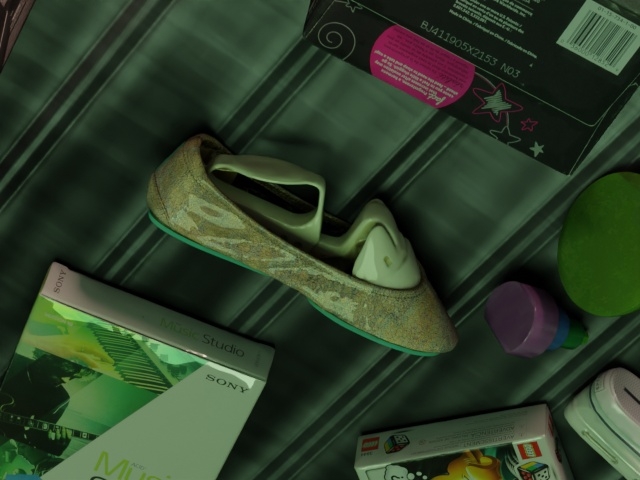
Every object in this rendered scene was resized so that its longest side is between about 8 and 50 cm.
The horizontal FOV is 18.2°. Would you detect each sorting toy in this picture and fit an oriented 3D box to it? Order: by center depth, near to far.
[{"bbox_3d":[0.309,0.001,1.736,0.126,0.127,0.365,15,137,-41],"label":"sorting toy"}]

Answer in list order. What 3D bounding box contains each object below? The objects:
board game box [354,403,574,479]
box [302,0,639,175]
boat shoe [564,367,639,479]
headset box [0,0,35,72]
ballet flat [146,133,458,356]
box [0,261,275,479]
[{"bbox_3d":[0.173,0.304,1.988,0.193,0.053,0.305,-12,123,18],"label":"board game box"},{"bbox_3d":[0.135,-0.197,1.572,0.247,0.142,0.163,26,124,-12],"label":"box"},{"bbox_3d":[0.327,0.209,1.889,0.226,0.083,0.076,46,133,-9],"label":"boat shoe"},{"bbox_3d":[-0.376,-0.235,1.576,0.293,0.218,0.110,10,127,0],"label":"headset box"},{"bbox_3d":[0.000,0.000,1.764,0.316,0.107,0.106,25,119,-11],"label":"ballet flat"},{"bbox_3d":[-0.209,0.189,1.961,0.232,0.058,0.322,21,126,-7],"label":"box"}]
